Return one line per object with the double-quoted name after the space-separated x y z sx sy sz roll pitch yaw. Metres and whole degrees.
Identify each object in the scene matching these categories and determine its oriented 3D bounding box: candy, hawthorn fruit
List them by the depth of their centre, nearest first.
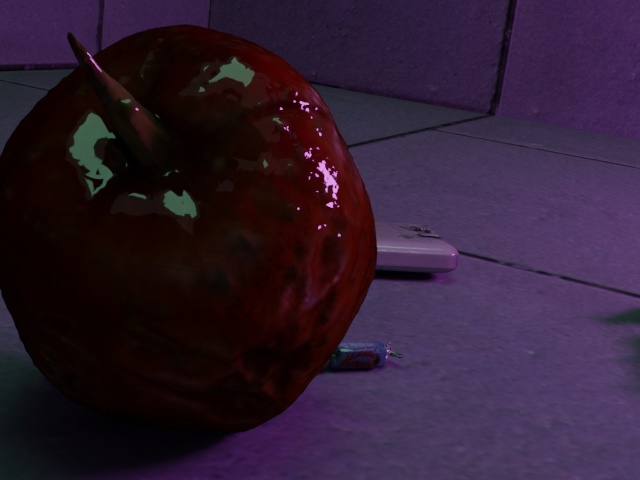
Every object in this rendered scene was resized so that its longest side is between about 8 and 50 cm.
-0.082 -0.002 0.574 0.258 0.258 0.262 0 -6 -23 "hawthorn fruit"
0.026 0.091 0.726 0.083 0.020 0.030 0 20 -28 "candy"

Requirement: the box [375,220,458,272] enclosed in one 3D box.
0.000 0.000 1.002 0.285 0.044 0.142 3 14 -14 "box"
